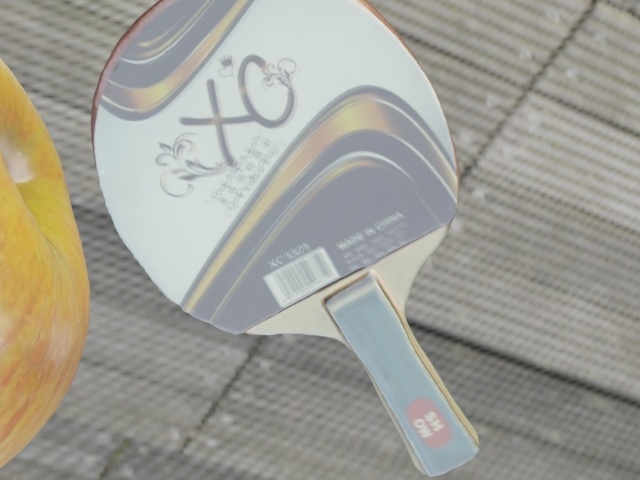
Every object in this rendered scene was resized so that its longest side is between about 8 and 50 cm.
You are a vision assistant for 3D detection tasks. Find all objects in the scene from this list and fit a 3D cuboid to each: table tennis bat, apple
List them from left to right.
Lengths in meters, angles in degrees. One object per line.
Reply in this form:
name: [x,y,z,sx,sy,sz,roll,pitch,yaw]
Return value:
apple: [-0.343,-0.001,1.258,0.333,0.400,0.400,-41,126,4]
table tennis bat: [0.000,0.000,0.901,0.173,0.022,0.301,-27,113,4]
